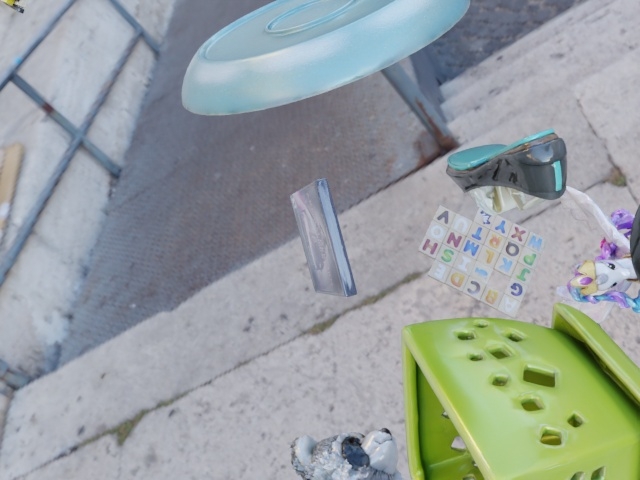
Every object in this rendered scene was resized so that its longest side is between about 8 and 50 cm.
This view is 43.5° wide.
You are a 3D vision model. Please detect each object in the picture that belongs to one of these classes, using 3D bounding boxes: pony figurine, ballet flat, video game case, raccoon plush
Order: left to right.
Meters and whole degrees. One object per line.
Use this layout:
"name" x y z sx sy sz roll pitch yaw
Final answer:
"raccoon plush" -0.004 0.479 1.180 0.446 0.216 0.299 -44 35 -21
"video game case" 0.000 0.000 1.416 0.026 0.196 0.274 -15 1 -10
"ballet flat" 0.240 -0.082 1.062 0.095 0.096 0.280 -20 5 -7
"pony figurine" 0.634 0.031 1.630 0.364 0.302 0.351 -10 9 -2

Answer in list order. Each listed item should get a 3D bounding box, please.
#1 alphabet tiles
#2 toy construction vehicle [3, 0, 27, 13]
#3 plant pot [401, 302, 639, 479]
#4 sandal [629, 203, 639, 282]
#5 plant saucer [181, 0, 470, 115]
"alphabet tiles" 0.333 0.026 1.674 0.198 0.237 0.009 -62 -4 -22
"toy construction vehicle" -0.303 -0.277 0.794 0.098 0.035 0.086 35 101 35
"plant pot" 0.215 0.207 0.794 0.207 0.227 0.228 -14 33 -10
"sandal" 0.510 0.060 1.087 0.120 0.086 0.302 117 142 -61
"plant saucer" -0.005 -0.221 0.836 0.318 0.043 0.317 -18 27 9
